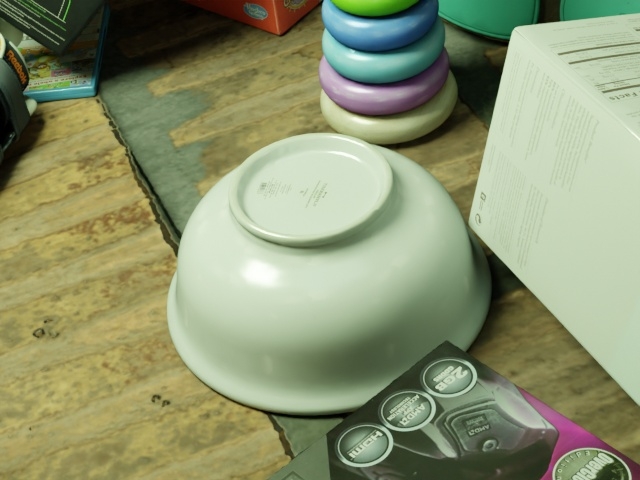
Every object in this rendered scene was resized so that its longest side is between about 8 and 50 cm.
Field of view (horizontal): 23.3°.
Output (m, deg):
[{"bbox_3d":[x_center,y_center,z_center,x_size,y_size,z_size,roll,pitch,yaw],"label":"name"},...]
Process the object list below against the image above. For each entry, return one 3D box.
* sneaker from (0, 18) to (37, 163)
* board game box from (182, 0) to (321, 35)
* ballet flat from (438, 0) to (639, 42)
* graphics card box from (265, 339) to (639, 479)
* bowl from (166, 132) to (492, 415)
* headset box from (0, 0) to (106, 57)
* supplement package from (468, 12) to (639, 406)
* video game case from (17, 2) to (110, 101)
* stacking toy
[{"bbox_3d":[-0.362,-0.137,1.574,0.127,0.126,0.321,-13,46,3],"label":"sneaker"},{"bbox_3d":[-0.099,-0.369,1.844,0.316,0.064,0.242,23,50,31],"label":"board game box"},{"bbox_3d":[0.255,-0.266,1.644,0.342,0.116,0.124,13,26,23],"label":"ballet flat"},{"bbox_3d":[0.144,0.242,1.092,0.233,0.094,0.371,-35,46,-26],"label":"graphics card box"},{"bbox_3d":[0.000,0.000,1.360,0.298,0.134,0.298,-5,41,4],"label":"bowl"},{"bbox_3d":[-0.233,-0.381,1.642,0.283,0.131,0.246,-46,24,28],"label":"headset box"},{"bbox_3d":[0.285,-0.037,1.269,0.198,0.199,0.263,-10,39,-26],"label":"supplement package"},{"bbox_3d":[-0.302,-0.210,1.740,0.119,0.015,0.166,-5,41,4],"label":"video game case"},{"bbox_3d":[0.051,-0.256,1.488,0.141,0.330,0.141,-5,42,5],"label":"stacking toy"}]
